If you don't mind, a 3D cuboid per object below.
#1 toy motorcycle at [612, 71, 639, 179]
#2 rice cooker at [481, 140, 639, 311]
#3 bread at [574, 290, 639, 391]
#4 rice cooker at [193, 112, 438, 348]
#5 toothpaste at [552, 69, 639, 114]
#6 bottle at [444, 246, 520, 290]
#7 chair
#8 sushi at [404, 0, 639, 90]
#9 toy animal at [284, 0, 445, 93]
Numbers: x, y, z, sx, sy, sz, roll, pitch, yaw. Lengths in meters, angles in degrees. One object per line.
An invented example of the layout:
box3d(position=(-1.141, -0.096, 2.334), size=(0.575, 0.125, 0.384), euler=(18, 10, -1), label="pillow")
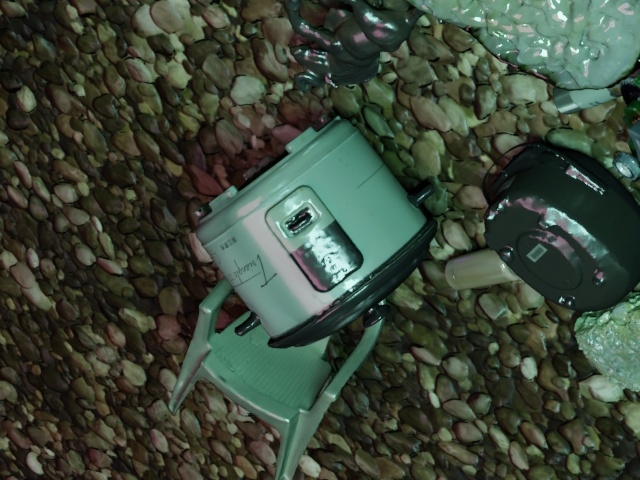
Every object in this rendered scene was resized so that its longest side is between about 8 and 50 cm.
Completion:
box3d(position=(0.383, -0.059, 1.853), size=(0.187, 0.125, 0.275), euler=(33, 164, 41), label="toy motorcycle")
box3d(position=(0.261, -0.014, 2.011), size=(0.203, 0.118, 0.142), euler=(40, 139, -1), label="rice cooker")
box3d(position=(0.386, 0.115, 2.060), size=(0.232, 0.064, 0.172), euler=(20, 135, 23), label="bread")
box3d(position=(0.000, 0.000, 2.140), size=(0.227, 0.280, 0.241), euler=(53, 179, -4), label="rice cooker")
box3d(position=(0.328, -0.175, 1.880), size=(0.239, 0.062, 0.039), euler=(-20, 82, 48), label="toothpaste")
box3d(position=(0.188, 0.031, 2.161), size=(0.096, 0.045, 0.045), euler=(-13, 114, 46), label="bottle")
box3d(position=(-0.049, 0.135, 2.351), size=(0.203, 0.190, 0.275), euler=(35, 146, 8), label="chair")
box3d(position=(0.198, -0.288, 1.802), size=(0.350, 0.171, 0.211), euler=(24, 137, 22), label="sushi")
box3d(position=(0.040, -0.243, 2.045), size=(0.148, 0.084, 0.232), euler=(45, 139, -19), label="toy animal")
